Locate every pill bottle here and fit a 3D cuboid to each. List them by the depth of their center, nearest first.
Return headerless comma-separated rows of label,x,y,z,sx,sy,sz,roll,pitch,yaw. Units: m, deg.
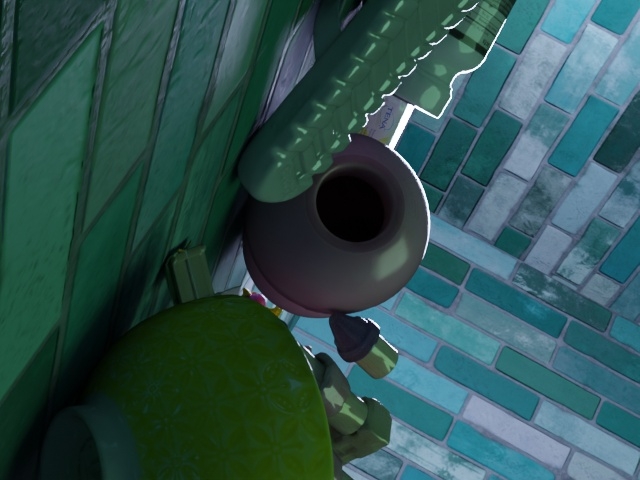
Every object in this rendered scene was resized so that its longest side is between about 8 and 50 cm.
pill bottle,0.146,-0.294,1.628,0.278,0.162,0.162,-61,177,6

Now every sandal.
sandal,0.047,-0.220,1.387,0.416,0.102,0.169,-49,162,1

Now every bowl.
bowl,-0.135,0.189,1.150,0.156,0.289,0.289,-1,131,-36

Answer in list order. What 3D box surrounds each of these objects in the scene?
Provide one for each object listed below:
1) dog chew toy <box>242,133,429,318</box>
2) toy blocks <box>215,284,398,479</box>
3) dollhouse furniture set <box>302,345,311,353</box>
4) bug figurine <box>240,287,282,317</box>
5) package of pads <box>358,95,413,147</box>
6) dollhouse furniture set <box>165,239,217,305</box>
dog chew toy,0.000,0.000,1.637,0.206,0.207,0.332,-60,-176,-19
toy blocks,-0.100,0.163,1.484,0.289,0.260,0.309,-28,-147,31
dollhouse furniture set,-0.097,0.292,1.979,0.262,0.135,0.259,106,-13,-63
bug figurine,-0.101,0.124,2.094,0.279,0.072,0.216,-58,173,36
package of pads,0.056,-0.152,1.949,0.229,0.101,0.296,-59,175,-50
dollhouse furniture set,-0.130,0.080,1.313,0.076,0.059,0.151,-28,106,-70
